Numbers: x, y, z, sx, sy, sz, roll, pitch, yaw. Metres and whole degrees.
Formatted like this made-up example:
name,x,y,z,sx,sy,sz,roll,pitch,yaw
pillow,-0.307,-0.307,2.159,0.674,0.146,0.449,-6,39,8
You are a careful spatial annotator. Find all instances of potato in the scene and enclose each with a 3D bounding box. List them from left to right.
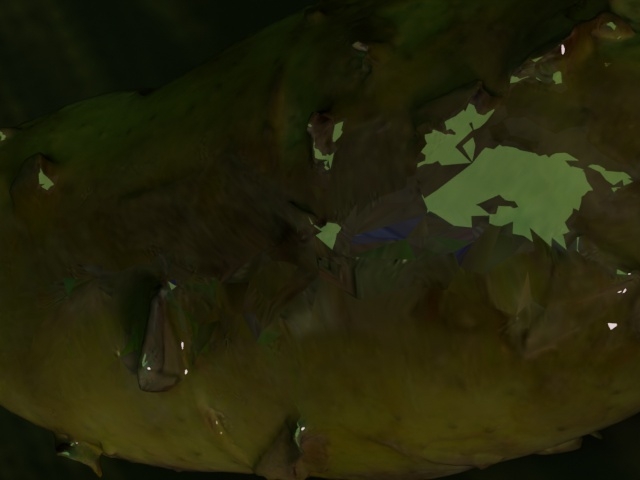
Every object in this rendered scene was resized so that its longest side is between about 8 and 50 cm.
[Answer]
name,x,y,z,sx,sy,sz,roll,pitch,yaw
potato,0.000,0.000,0.363,0.225,0.090,0.117,-10,81,25
